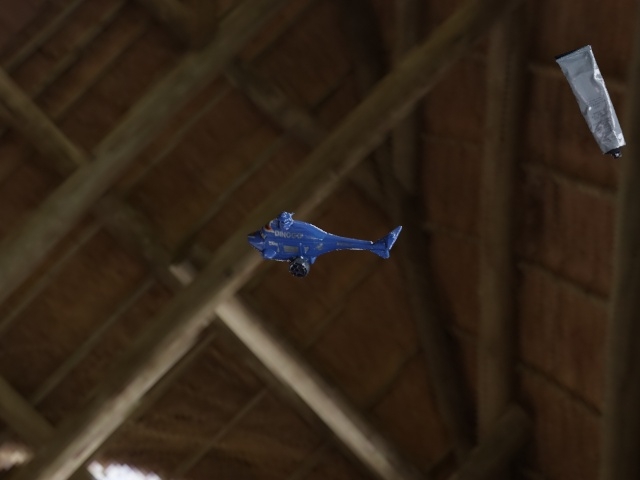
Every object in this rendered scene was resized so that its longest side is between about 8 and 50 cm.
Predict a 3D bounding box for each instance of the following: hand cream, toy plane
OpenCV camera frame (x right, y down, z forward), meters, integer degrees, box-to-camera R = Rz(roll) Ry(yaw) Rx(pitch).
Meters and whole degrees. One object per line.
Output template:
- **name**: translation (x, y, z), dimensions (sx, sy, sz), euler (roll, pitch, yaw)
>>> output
- **hand cream**: translation (0.217, -0.108, 1.223), dimensions (0.030, 0.093, 0.019), euler (-23, 177, 24)
- **toy plane**: translation (0.000, 0.000, 1.557), dimensions (0.167, 0.062, 0.054), euler (5, -141, 23)
